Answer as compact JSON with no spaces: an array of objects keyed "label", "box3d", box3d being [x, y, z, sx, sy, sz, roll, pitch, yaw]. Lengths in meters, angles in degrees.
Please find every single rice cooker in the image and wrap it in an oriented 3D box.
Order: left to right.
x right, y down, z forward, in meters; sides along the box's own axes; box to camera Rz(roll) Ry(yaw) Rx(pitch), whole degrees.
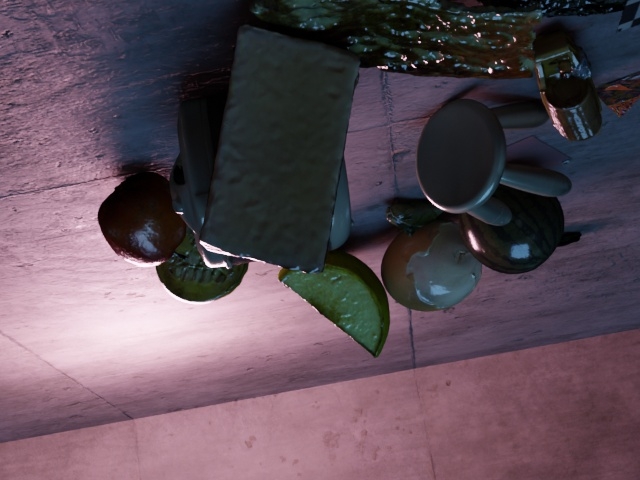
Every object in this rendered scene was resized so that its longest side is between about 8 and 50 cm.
[{"label":"rice cooker","box3d":[-0.098,-0.105,1.735,0.277,0.288,0.288,-8,160,-1]}]

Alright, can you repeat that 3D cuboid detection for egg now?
[{"label":"egg","box3d":[0.236,0.059,2.441,0.201,0.201,0.244,5,165,-35]}]

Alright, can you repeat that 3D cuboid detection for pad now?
[{"label":"pad","box3d":[0.413,-0.161,2.195,0.113,0.006,0.188,-21,157,31]}]

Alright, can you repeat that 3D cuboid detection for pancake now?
[{"label":"pancake","box3d":[0.114,-0.297,1.524,0.427,0.066,0.305,6,170,-6]}]

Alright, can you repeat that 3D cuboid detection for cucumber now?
[{"label":"cucumber","box3d":[0.575,0.001,2.676,0.135,0.034,0.033,-3,154,-19]},{"label":"cucumber","box3d":[0.365,-0.351,1.548,0.304,0.072,0.081,-5,-157,-13]}]

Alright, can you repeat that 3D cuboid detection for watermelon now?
[{"label":"watermelon","box3d":[0.382,-0.039,2.224,0.212,0.212,0.212,-9,160,-3]}]

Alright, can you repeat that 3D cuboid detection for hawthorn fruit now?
[{"label":"hawthorn fruit","box3d":[-0.305,-0.024,1.985,0.157,0.157,0.194,-19,129,24]}]

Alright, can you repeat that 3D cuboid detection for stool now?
[{"label":"stool","box3d":[0.296,-0.140,1.937,0.199,0.195,0.195,4,156,-44]}]

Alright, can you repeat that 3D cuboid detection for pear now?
[{"label":"pear","box3d":[0.065,0.103,2.494,0.139,0.288,0.239,-51,-179,10]}]

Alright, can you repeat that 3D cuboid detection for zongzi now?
[{"label":"zongzi","box3d":[0.201,-0.065,2.303,0.119,0.055,0.109,-30,153,18]}]

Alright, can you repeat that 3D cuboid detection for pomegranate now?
[{"label":"pomegranate","box3d":[-0.256,0.028,2.156,0.241,0.189,0.159,-9,-175,-4]}]

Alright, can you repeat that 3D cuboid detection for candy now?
[{"label":"candy","box3d":[-0.054,-0.122,1.535,0.180,0.320,0.135,9,177,0]}]

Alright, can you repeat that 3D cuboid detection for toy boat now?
[{"label":"toy boat","box3d":[0.409,-0.240,1.815,0.089,0.115,0.310,-15,159,15]}]

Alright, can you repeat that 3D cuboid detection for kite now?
[{"label":"kite","box3d":[0.533,-0.268,1.961,0.125,0.008,0.222,-1,158,-15]}]

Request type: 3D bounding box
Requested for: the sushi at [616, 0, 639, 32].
[{"label":"sushi","box3d":[0.584,-0.379,1.440,0.343,0.064,0.359,-20,165,1]}]
